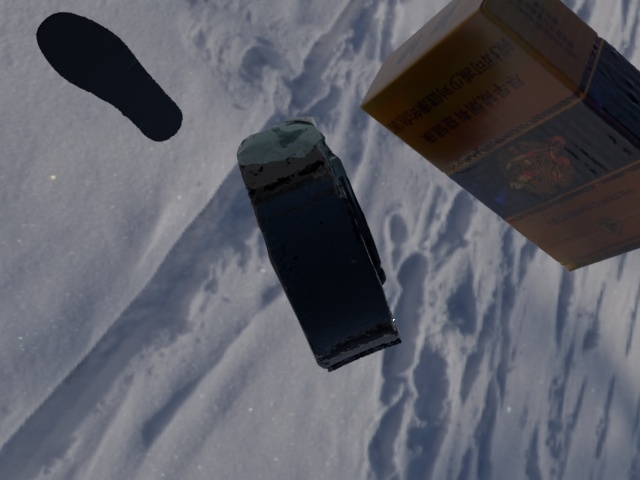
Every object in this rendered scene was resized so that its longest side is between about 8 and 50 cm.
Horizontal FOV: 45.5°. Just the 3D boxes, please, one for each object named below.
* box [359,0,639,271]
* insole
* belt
[{"bbox_3d":[0.167,-0.080,0.576,0.237,0.152,0.070,33,60,-15],"label":"box"},{"bbox_3d":[-0.249,-0.198,0.937,0.080,0.003,0.232,-51,138,-1],"label":"insole"},{"bbox_3d":[0.000,0.000,0.597,0.151,0.078,0.198,-106,173,-67],"label":"belt"}]
